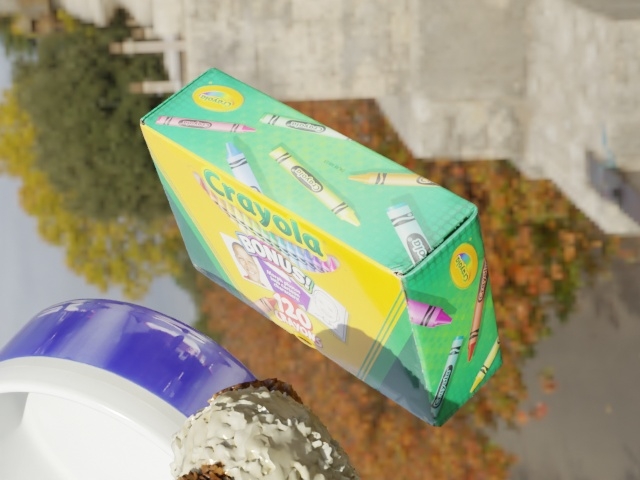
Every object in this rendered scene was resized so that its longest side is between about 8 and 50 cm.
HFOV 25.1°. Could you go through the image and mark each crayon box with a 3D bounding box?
[{"bbox_3d":[0.000,0.000,1.063,0.278,0.081,0.165,31,151,37],"label":"crayon box"}]

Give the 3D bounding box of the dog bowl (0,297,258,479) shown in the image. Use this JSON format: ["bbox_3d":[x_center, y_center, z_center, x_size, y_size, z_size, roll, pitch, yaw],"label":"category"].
[{"bbox_3d":[-0.151,0.176,1.100,0.104,0.265,0.265,-57,-25,-45],"label":"dog bowl"}]

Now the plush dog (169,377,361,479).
[{"bbox_3d":[-0.014,0.195,0.873,0.225,0.211,0.262,61,-167,-11],"label":"plush dog"}]
